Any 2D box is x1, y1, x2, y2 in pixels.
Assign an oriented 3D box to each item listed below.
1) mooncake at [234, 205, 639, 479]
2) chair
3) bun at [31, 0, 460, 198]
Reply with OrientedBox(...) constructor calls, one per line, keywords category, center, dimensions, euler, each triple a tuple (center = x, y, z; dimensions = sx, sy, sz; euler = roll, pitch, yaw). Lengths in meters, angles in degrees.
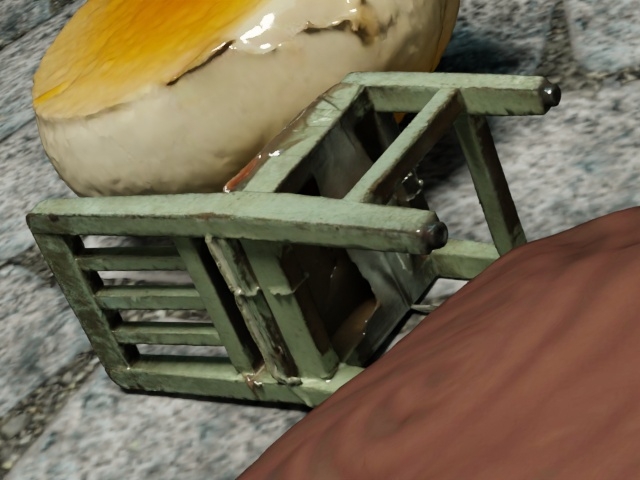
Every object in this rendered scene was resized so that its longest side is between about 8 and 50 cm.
OrientedBox(category="mooncake", center=(0.093, 0.109, 0.565), dimensions=(0.326, 0.174, 0.334), euler=(-29, 19, 15))
OrientedBox(category="chair", center=(0.000, 0.000, 0.859), dimensions=(0.270, 0.136, 0.147), euler=(3, 39, 38))
OrientedBox(category="bun", center=(-0.031, -0.109, 1.016), dimensions=(0.299, 0.165, 0.299), euler=(-30, 27, 17))
